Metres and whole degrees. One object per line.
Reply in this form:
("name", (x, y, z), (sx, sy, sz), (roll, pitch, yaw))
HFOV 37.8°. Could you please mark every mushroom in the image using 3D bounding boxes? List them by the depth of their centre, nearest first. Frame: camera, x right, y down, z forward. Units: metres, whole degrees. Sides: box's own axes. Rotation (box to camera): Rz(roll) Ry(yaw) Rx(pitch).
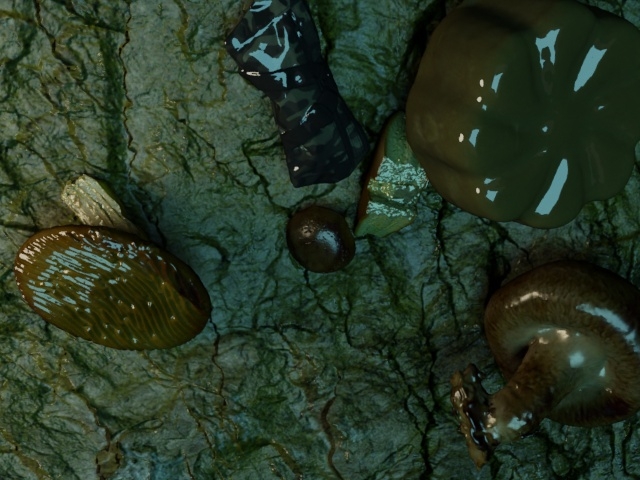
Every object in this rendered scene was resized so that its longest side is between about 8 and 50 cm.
("mushroom", (0.000, 0.000, 1.583), (0.127, 0.087, 0.127), (6, 121, 10))
("mushroom", (0.423, 0.203, 1.653), (0.334, 0.356, 0.331), (-8, 100, 36))

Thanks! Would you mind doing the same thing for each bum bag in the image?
("bum bag", (-0.033, -0.227, 1.438), (0.144, 0.095, 0.340), (-33, 123, -12))

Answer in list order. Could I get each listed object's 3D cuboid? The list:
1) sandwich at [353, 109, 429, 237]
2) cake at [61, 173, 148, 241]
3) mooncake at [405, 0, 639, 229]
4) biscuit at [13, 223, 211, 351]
("sandwich", (0.122, -0.095, 1.547), (0.090, 0.088, 0.244), (11, 115, -15))
("cake", (-0.327, -0.030, 1.506), (0.185, 0.116, 0.080), (45, 97, 3))
("mooncake", (0.328, -0.197, 1.434), (0.378, 0.201, 0.379), (-8, 110, -22))
("biscuit", (-0.330, 0.085, 1.479), (0.317, 0.040, 0.318), (7, 141, 6))
